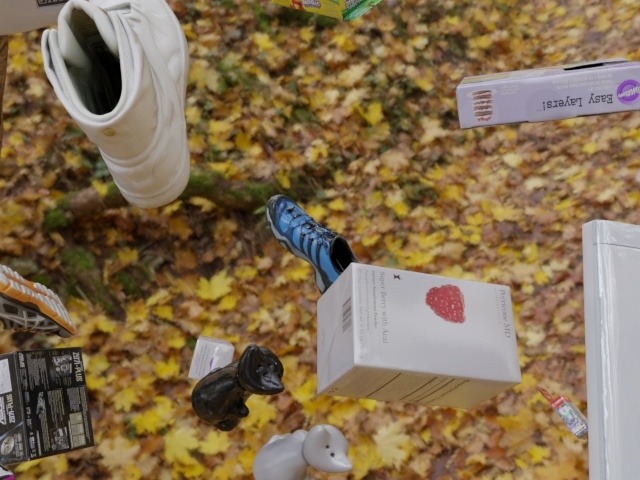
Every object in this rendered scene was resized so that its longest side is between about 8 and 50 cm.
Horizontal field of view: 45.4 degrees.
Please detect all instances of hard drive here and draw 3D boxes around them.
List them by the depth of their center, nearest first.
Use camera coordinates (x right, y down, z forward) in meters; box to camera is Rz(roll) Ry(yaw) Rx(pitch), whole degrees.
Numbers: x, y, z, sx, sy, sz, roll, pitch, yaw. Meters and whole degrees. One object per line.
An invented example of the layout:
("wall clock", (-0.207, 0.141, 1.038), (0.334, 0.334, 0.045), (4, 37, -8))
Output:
("hard drive", (0.458, 0.160, 1.010), (0.047, 0.233, 0.353), (144, 132, -68))

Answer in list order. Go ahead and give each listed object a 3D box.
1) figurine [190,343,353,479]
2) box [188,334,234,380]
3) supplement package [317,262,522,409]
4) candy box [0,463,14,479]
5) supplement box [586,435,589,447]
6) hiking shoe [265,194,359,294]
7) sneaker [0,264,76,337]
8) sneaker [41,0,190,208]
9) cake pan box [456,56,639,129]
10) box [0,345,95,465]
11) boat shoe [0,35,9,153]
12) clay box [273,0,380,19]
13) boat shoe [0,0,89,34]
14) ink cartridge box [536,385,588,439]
("figurine", (-0.060, 0.241, 1.024), (0.092, 0.215, 0.209), (-41, -2, -33))
("box", (-0.194, 0.208, 1.364), (0.324, 0.063, 0.067), (143, 140, -79))
("supplement package", (0.158, 0.166, 1.283), (0.175, 0.293, 0.177), (127, 147, -57))
("candy box", (-0.551, 0.430, 1.078), (0.233, 0.159, 0.071), (-9, 9, -42))
("supplement box", (0.414, 0.297, 1.079), (0.055, 0.043, 0.083), (-59, 5, 28))
("hiking shoe", (0.000, 0.000, 1.762), (0.113, 0.304, 0.132), (-37, -5, -42))
("sneaker", (-0.490, 0.115, 1.267), (0.083, 0.215, 0.084), (-44, 51, -2))
("sneaker", (-0.196, -0.196, 0.747), (0.108, 0.169, 0.292), (-17, 63, 0))
("cake pan box", (0.342, -0.222, 1.144), (0.267, 0.070, 0.246), (-4, 16, 16))
("box", (-0.476, 0.278, 1.305), (0.077, 0.180, 0.147), (-17, -11, 27))
("boat shoe", (-0.531, -0.175, 1.092), (0.123, 0.342, 0.123), (12, 21, -7))
("clay box", (0.021, -0.497, 1.501), (0.222, 0.053, 0.127), (24, 56, 37))
("boat shoe", (-0.361, -0.333, 0.948), (0.301, 0.108, 0.102), (-11, 54, -11))
("ink cartridge box", (0.442, 0.303, 1.378), (0.029, 0.063, 0.115), (-43, 57, 14))
